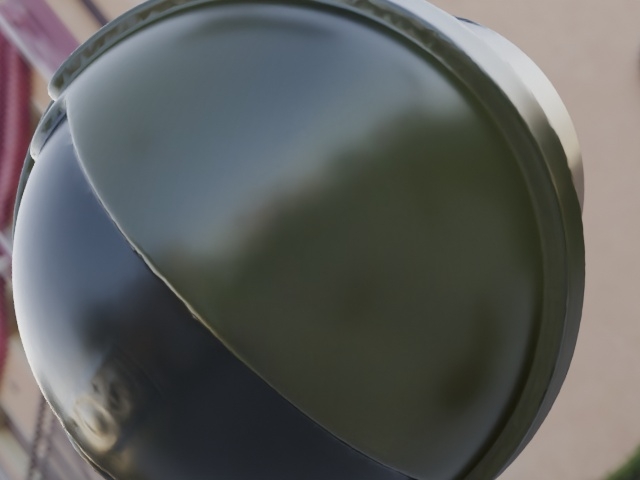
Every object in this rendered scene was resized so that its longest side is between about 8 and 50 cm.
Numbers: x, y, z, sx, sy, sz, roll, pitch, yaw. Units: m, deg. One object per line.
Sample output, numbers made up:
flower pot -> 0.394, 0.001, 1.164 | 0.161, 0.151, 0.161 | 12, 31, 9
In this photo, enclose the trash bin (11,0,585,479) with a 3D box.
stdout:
trash bin -> 0.000, 0.000, 0.629 | 0.214, 0.214, 0.334 | -43, -1, 16
